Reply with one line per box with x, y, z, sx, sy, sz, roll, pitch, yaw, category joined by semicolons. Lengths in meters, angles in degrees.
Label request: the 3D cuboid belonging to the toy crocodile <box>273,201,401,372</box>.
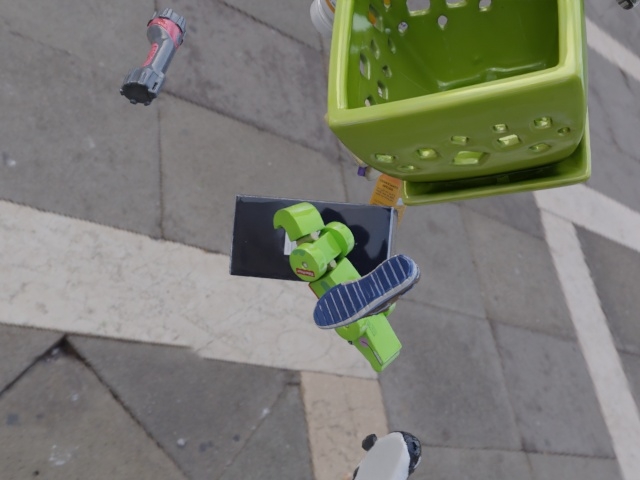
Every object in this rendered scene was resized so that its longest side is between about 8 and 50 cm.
0.031;0.081;1.343;0.115;0.105;0.341;-39;97;-43;toy crocodile

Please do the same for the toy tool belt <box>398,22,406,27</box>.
0.181;-0.512;1.743;0.051;0.052;0.083;-40;133;-45;toy tool belt

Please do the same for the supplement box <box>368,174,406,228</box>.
0.170;-0.074;1.985;0.078;0.234;0.080;28;22;27;supplement box

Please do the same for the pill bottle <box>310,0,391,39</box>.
0.080;-0.470;1.376;0.136;0.245;0.137;9;69;-26;pill bottle

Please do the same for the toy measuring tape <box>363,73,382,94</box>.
0.224;-0.187;1.034;0.330;0.121;0.121;27;43;-5;toy measuring tape

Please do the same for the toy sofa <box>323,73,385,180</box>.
0.196;-0.286;1.562;0.362;0.177;0.150;-27;64;-18;toy sofa

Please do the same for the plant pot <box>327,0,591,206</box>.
0.155;-0.166;0.752;0.207;0.228;0.227;47;42;-51;plant pot

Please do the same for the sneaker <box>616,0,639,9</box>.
0.674;-0.544;1.495;0.086;0.132;0.229;48;4;-8;sneaker

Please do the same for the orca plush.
0.132;0.475;1.448;0.102;0.287;0.151;10;20;-29;orca plush

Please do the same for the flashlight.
-0.427;-0.467;1.910;0.103;0.103;0.304;34;47;-22;flashlight

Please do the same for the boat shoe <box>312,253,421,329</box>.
0.075;0.090;1.150;0.066;0.183;0.066;34;33;-53;boat shoe

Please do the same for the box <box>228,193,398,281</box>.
0.000;0.000;1.715;0.312;0.343;0.179;-10;105;-81;box
